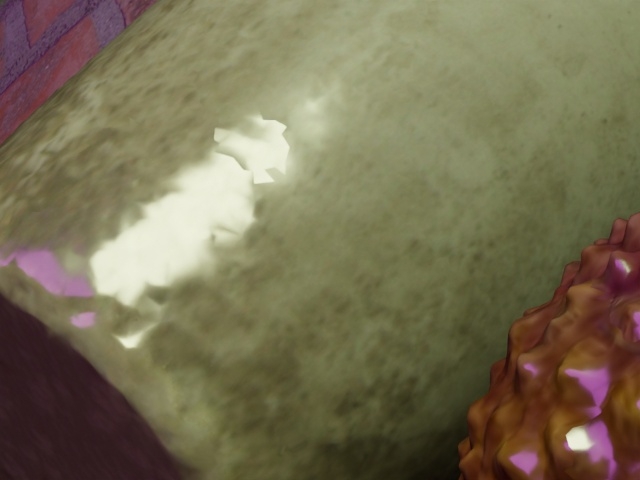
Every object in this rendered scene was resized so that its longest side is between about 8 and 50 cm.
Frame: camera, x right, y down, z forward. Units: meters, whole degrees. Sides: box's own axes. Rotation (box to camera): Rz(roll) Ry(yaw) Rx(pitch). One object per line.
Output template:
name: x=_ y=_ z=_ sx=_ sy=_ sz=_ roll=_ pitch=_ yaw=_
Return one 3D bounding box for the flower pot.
flower pot: x=0.000 y=0.000 z=0.627 sx=0.330 sy=0.294 sz=0.293 roll=-38 pitch=19 yaw=-34

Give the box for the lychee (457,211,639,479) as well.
lychee: x=0.162 y=0.087 z=0.466 sx=0.271 sy=0.271 sz=0.271 roll=-34 pitch=30 yaw=23
